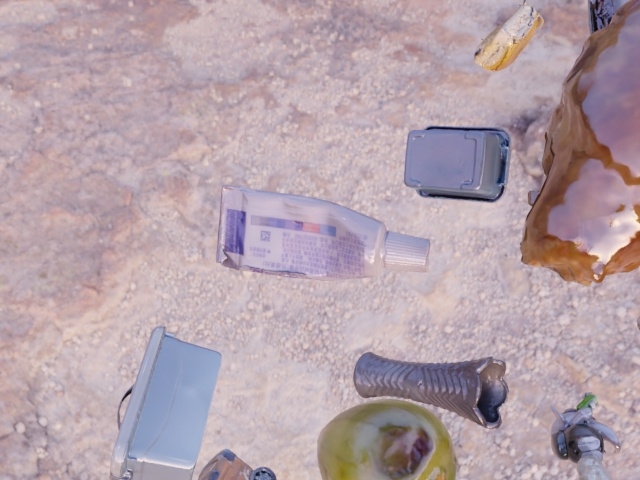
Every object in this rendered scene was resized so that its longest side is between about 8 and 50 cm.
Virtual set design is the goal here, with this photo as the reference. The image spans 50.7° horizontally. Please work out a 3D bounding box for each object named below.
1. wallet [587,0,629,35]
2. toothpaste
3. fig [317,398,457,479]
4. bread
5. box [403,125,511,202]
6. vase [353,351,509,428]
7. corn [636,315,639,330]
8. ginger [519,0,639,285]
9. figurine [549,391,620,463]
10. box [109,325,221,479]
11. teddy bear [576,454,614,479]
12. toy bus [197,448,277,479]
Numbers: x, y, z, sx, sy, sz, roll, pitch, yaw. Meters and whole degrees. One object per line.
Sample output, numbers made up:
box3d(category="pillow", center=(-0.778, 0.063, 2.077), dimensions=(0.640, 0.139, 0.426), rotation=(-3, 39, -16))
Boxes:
box3d(category="wallet", center=(0.315, -0.149, 0.588), dimensions=(0.198, 0.031, 0.110), rotation=(19, 61, -23))
box3d(category="toothpaste", center=(0.000, 0.002, 0.863), dimensions=(0.283, 0.068, 0.099), rotation=(9, 71, 15))
box3d(category="fig", center=(0.111, 0.406, 1.259), dimensions=(0.271, 0.239, 0.239), rotation=(16, 47, 42))
box3d(category="bread", center=(0.249, -0.266, 0.893), dimensions=(0.053, 0.072, 0.106), rotation=(47, 51, -3))
box3d(category="box", center=(0.128, -0.076, 0.656), dimensions=(0.099, 0.074, 0.054), rotation=(7, 7, 33))
box3d(category="vase", center=(0.167, 0.226, 1.075), dimensions=(0.238, 0.115, 0.115), rotation=(0, 43, 39))
box3d(category="corn", center=(0.637, 0.154, 1.010), dimensions=(0.318, 0.115, 0.115), rotation=(9, 53, 6))
box3d(category="ginger", center=(0.302, -0.061, 0.423), dimensions=(0.358, 0.152, 0.274), rotation=(-7, 62, 9))
box3d(category="figurine", center=(0.516, 0.393, 1.345), dimensions=(0.126, 0.192, 0.147), rotation=(-20, 85, 4))
box3d(category="box", center=(-0.228, 0.255, 0.982), dimensions=(0.130, 0.162, 0.227), rotation=(14, 49, -7))
box3d(category="teddy bear", center=(0.502, 0.546, 1.170), dimensions=(0.362, 0.375, 0.327), rotation=(-28, 78, 16))
box3d(category="toy bus", center=(-0.108, 0.501, 1.145), dimensions=(0.275, 0.138, 0.167), rotation=(39, 43, -2))
